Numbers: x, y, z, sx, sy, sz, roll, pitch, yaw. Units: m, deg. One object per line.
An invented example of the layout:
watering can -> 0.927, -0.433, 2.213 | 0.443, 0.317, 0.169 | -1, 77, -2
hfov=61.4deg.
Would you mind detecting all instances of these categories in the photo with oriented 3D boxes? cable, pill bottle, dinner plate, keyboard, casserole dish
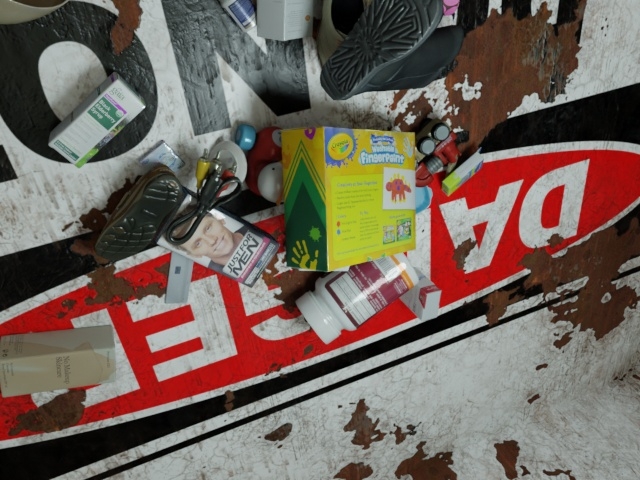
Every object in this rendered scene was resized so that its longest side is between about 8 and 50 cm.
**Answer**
cable -> -0.321, -0.108, 1.499 | 0.139, 0.072, 0.287 | 23, 108, -31
pill bottle -> 0.125, 0.172, 1.877 | 0.392, 0.224, 0.224 | -36, 127, -1
pill bottle -> -0.210, -0.596, 1.366 | 0.067, 0.067, 0.120 | -42, 127, 3
dinner plate -> -0.269, -0.211, 1.531 | 0.017, 0.141, 0.141 | -16, 133, -60
keyboard -> -0.441, 0.093, 1.703 | 0.072, 0.014, 0.256 | 5, 116, -21
casserole dish -> 0.304, -0.135, 1.894 | 0.188, 0.037, 0.114 | -27, 126, -7

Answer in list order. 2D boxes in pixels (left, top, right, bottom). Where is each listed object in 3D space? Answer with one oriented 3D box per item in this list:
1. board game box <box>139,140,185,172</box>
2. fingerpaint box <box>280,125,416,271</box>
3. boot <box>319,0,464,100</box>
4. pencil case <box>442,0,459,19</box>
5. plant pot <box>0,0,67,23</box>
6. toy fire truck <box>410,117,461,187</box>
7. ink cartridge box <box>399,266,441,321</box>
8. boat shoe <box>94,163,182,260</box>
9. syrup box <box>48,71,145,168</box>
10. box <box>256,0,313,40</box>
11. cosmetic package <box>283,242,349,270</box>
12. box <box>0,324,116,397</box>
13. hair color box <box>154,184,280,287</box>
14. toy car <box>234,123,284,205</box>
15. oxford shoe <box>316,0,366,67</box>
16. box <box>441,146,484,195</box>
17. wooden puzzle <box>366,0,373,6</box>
board game box -> -0.443, -0.218, 1.512 | 0.090, 0.020, 0.090 | -39, 127, 1
fingerpaint box -> 0.095, -0.131, 1.550 | 0.445, 0.163, 0.371 | -12, 102, -49
boot -> 0.257, -0.507, 1.389 | 0.445, 0.367, 0.146 | -20, 86, -45
pencil case -> 0.269, -0.649, 1.453 | 0.209, 0.098, 0.095 | -4, 80, -18
plant pot -> -0.676, -0.555, 1.083 | 0.191, 0.284, 0.284 | -19, 134, 32
toy fire truck -> 0.375, -0.258, 1.803 | 0.217, 0.158, 0.246 | -45, 116, 5
ink cartridge box -> 0.370, 0.199, 2.036 | 0.072, 0.175, 0.127 | -12, 123, -22
boat shoe -> -0.507, -0.079, 1.506 | 0.324, 0.120, 0.122 | -43, 134, 14
syrup box -> -0.562, -0.305, 1.359 | 0.237, 0.096, 0.093 | -41, 126, 4
box -> -0.088, -0.606, 1.369 | 0.130, 0.091, 0.170 | -35, 137, -49
cosmetic package -> 0.000, 0.000, 1.762 | 0.184, 0.151, 0.151 | 2, 116, -27
box -> -0.787, 0.360, 1.631 | 0.311, 0.121, 0.148 | -4, 119, -22
hair color box -> -0.312, -0.005, 1.635 | 0.347, 0.105, 0.174 | 30, 96, -34
toy car -> -0.124, -0.197, 1.535 | 0.219, 0.238, 0.210 | 8, 114, -29
oxford shoe -> 0.056, -0.540, 1.432 | 0.141, 0.146, 0.397 | -4, 138, 2
box -> 0.503, -0.238, 1.888 | 0.178, 0.042, 0.109 | -41, 165, 1
wooden puzzle -> 0.171, -0.744, 1.453 | 0.348, 0.080, 0.322 | -42, 127, 9
